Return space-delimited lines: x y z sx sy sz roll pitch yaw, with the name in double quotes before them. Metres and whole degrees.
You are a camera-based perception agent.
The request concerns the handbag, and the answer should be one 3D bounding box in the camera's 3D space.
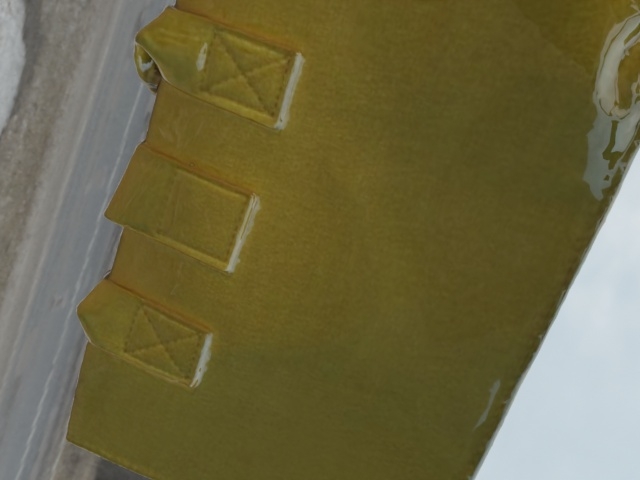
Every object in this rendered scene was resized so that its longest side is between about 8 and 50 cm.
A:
"handbag" 0.000 0.000 0.405 0.133 0.282 0.401 -64 175 -70
